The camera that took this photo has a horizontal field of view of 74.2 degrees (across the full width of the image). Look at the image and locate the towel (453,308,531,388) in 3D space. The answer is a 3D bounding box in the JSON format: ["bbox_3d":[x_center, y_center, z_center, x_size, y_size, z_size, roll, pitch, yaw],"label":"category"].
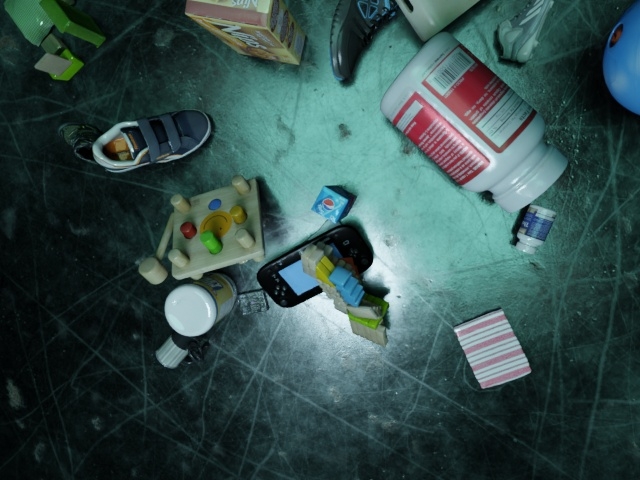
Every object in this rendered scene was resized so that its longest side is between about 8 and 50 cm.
[{"bbox_3d":[0.473,0.300,1.169,0.144,0.029,0.196,-25,91,13],"label":"towel"}]

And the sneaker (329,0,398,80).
[{"bbox_3d":[0.115,-0.565,1.048,0.140,0.125,0.340,18,102,6],"label":"sneaker"}]

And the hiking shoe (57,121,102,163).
[{"bbox_3d":[-0.691,-0.288,1.244,0.227,0.114,0.086,28,102,5],"label":"hiking shoe"}]

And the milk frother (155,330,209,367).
[{"bbox_3d":[-0.418,0.337,1.278,0.129,0.143,0.134,40,101,-5],"label":"milk frother"}]

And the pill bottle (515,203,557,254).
[{"bbox_3d":[0.546,-0.028,1.082,0.067,0.067,0.120,20,101,7],"label":"pill bottle"}]

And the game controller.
[{"bbox_3d":[-0.017,0.075,1.183,0.319,0.067,0.166,-29,127,13],"label":"game controller"}]

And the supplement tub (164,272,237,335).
[{"bbox_3d":[-0.332,0.173,1.207,0.145,0.200,0.144,2,99,10],"label":"supplement tub"}]

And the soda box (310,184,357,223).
[{"bbox_3d":[0.040,-0.098,1.090,0.071,0.210,0.067,30,103,5],"label":"soda box"}]

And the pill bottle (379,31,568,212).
[{"bbox_3d":[0.358,-0.264,0.997,0.408,0.229,0.229,43,104,1],"label":"pill bottle"}]

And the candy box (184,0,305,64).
[{"bbox_3d":[-0.161,-0.512,1.008,0.183,0.316,0.087,13,101,7],"label":"candy box"}]

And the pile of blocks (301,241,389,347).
[{"bbox_3d":[0.094,0.125,1.112,0.149,0.112,0.362,-1,134,49],"label":"pile of blocks"}]

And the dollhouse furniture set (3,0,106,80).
[{"bbox_3d":[-0.800,-0.640,1.190,0.198,0.151,0.301,-37,91,14],"label":"dollhouse furniture set"}]

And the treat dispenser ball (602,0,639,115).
[{"bbox_3d":[0.755,-0.396,0.874,0.289,0.288,0.287,2,99,10],"label":"treat dispenser ball"}]

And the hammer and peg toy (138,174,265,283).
[{"bbox_3d":[-0.332,-0.028,1.152,0.362,0.127,0.265,-15,56,8],"label":"hammer and peg toy"}]

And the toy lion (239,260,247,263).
[{"bbox_3d":[-0.239,0.014,1.254,0.100,0.034,0.096,22,95,7],"label":"toy lion"}]

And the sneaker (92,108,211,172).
[{"bbox_3d":[-0.454,-0.274,1.155,0.321,0.127,0.126,-26,94,-8],"label":"sneaker"}]

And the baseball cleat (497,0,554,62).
[{"bbox_3d":[0.490,-0.537,1.011,0.110,0.072,0.205,18,98,14],"label":"baseball cleat"}]

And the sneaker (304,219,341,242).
[{"bbox_3d":[0.000,0.000,1.195,0.152,0.053,0.061,-42,95,14],"label":"sneaker"}]

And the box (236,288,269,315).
[{"bbox_3d":[-0.204,0.186,1.278,0.084,0.018,0.067,-14,96,12],"label":"box"}]

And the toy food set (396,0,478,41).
[{"bbox_3d":[0.307,-0.654,0.993,0.306,0.092,0.219,-38,104,3],"label":"toy food set"}]
